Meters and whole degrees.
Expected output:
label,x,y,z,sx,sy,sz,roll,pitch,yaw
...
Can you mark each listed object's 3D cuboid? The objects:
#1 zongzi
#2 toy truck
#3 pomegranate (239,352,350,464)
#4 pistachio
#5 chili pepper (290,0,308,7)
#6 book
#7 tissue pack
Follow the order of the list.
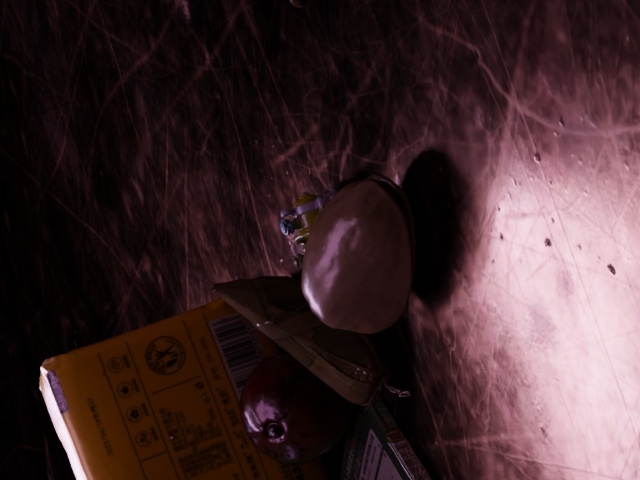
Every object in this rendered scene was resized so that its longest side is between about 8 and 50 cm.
label,x,y,z,sx,sy,sz,roll,pitch,yaw
zongzi,-0.015,0.115,2.019,0.081,0.178,0.189,-53,52,30
toy truck,0.000,0.000,2.022,0.111,0.077,0.076,71,159,6
pomegranate,-0.023,0.173,2.125,0.129,0.129,0.159,109,179,-57
pistachio,0.041,0.014,1.898,0.126,0.108,0.185,30,131,28
chili pepper,-0.017,-0.320,1.746,0.131,0.134,0.338,38,141,36
book,0.097,0.320,2.091,0.264,0.027,0.202,57,154,35
tissue pack,-0.146,0.289,2.290,0.228,0.293,0.382,115,134,-72
